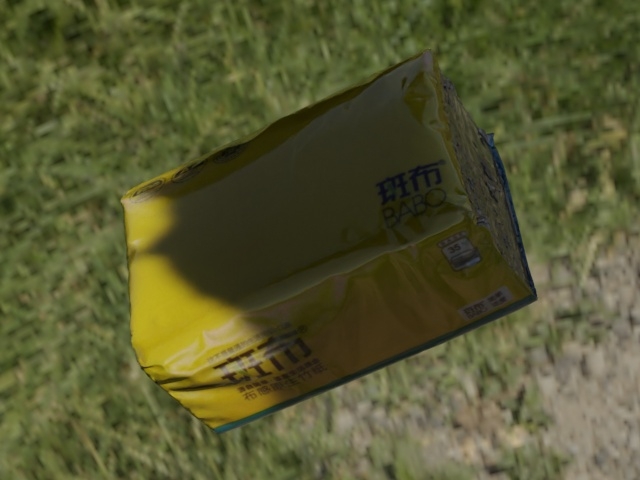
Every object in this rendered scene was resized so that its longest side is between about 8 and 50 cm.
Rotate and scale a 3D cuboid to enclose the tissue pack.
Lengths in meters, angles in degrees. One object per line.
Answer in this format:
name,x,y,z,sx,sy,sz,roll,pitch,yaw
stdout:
tissue pack,0.000,0.000,0.874,0.169,0.082,0.120,-23,44,15
